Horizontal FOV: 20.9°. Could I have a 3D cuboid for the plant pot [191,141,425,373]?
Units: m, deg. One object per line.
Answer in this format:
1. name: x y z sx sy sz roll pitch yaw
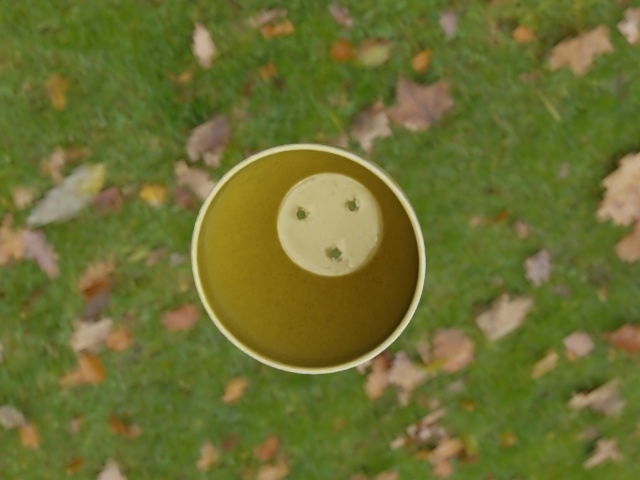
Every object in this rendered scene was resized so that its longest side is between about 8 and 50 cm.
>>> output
1. plant pot: 0.000 0.000 1.024 0.134 0.095 0.134 2 105 9
